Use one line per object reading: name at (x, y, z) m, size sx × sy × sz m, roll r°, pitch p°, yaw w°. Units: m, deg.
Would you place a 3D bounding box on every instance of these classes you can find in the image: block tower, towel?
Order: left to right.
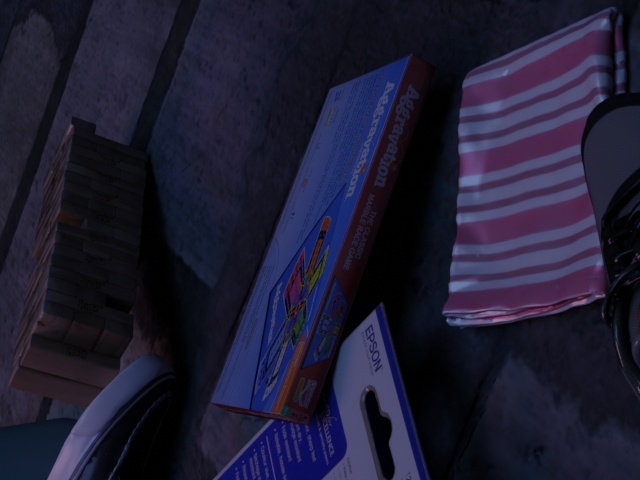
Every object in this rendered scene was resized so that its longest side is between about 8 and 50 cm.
block tower at (-0.240, 0.013, 1.264) m, size 0.091 × 0.097 × 0.335 m, roll -56°, pitch 26°, yaw 33°
towel at (0.138, -0.046, 0.812) m, size 0.144 × 0.029 × 0.197 m, roll -19°, pitch 61°, yaw 52°

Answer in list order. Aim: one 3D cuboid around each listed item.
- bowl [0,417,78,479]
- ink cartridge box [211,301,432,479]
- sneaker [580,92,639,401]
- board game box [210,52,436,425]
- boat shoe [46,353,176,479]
bowl at (-0.367, 0.328, 1.312) m, size 0.311 × 0.163 × 0.311 m, roll -31°, pitch 50°, yaw 47°
ink cartridge box at (-0.021, 0.226, 0.907) m, size 0.371 × 0.069 × 0.175 m, roll -51°, pitch 37°, yaw 36°
sneaker at (0.189, 0.018, 0.632) m, size 0.100 × 0.108 × 0.271 m, roll -51°, pitch 37°, yaw 35°
board game box at (0.000, 0.000, 0.946) m, size 0.145 × 0.027 × 0.281 m, roll -10°, pitch 58°, yaw 66°
boat shoe at (-0.204, 0.252, 1.154) m, size 0.102 × 0.108 × 0.301 m, roll 30°, pitch 84°, yaw 18°
